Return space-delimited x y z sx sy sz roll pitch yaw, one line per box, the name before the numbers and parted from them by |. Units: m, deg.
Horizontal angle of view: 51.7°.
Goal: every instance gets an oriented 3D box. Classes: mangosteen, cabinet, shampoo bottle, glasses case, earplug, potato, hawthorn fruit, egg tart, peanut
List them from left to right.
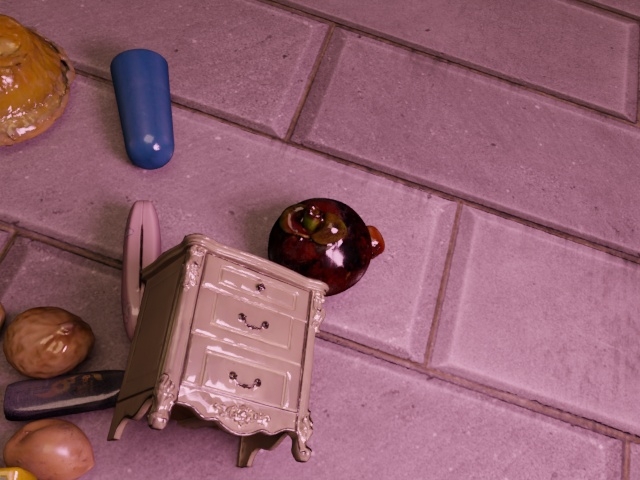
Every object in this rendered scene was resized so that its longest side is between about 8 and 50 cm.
egg tart | -0.747 -0.379 1.458 0.388 0.169 0.387 7 56 -11
peanut | -0.500 0.186 1.210 0.159 0.109 0.140 18 25 26
potato | -0.461 0.361 1.122 0.147 0.112 0.112 5 60 0
shampoo bottle | -0.442 0.277 1.196 0.234 0.049 0.087 -5 33 -13
glasses case | -0.354 0.058 1.308 0.075 0.113 0.296 0 60 -14
earplug | -0.394 -0.284 1.491 0.133 0.132 0.272 -7 66 -15
cabinet | -0.171 0.203 1.141 0.290 0.227 0.317 24 57 -29
mangosteen | 0.005 0.009 1.348 0.216 0.216 0.216 5 60 -8
hawthorn fruit | 0.106 0.004 1.456 0.077 0.077 0.077 5 60 -8

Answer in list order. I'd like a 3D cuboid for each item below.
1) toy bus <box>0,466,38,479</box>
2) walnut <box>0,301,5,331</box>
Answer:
toy bus | -0.501 0.542 0.873 0.249 0.209 0.439 1 63 -16
walnut | -0.628 0.144 1.226 0.092 0.092 0.092 5 60 -8
